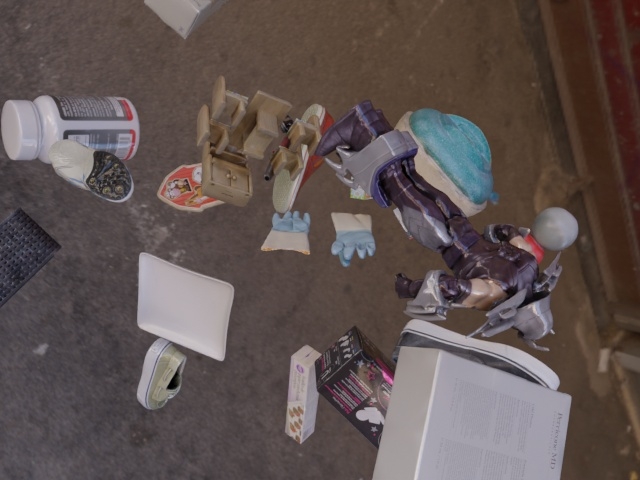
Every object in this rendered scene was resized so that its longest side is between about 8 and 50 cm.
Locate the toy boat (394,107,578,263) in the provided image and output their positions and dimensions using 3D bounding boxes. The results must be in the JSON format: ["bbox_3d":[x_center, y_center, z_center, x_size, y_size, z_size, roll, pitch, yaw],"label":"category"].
[{"bbox_3d":[0.247,-0.086,1.011,0.148,0.267,0.318,-41,95,21],"label":"toy boat"}]

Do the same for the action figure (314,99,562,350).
[{"bbox_3d":[0.120,-0.007,0.628,0.285,0.099,0.185,50,32,13],"label":"action figure"}]

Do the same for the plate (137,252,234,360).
[{"bbox_3d":[-0.367,0.175,1.784,0.045,0.278,0.277,-57,163,-53],"label":"plate"}]

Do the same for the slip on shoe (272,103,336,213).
[{"bbox_3d":[-0.041,-0.226,1.876,0.101,0.123,0.331,28,79,-31],"label":"slip on shoe"}]

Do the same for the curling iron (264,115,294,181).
[{"bbox_3d":[-0.101,-0.213,1.516,0.068,0.035,0.274,52,30,-28],"label":"curling iron"}]

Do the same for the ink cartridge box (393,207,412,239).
[{"bbox_3d":[0.207,-0.037,1.563,0.029,0.063,0.115,-30,161,5],"label":"ink cartridge box"}]

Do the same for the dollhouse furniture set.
[{"bbox_3d":[-0.148,-0.212,1.314,0.212,0.242,0.161,17,44,-27],"label":"dollhouse furniture set"}]

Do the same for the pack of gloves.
[{"bbox_3d":[0.000,0.000,1.206,0.195,0.232,0.046,3,109,1],"label":"pack of gloves"}]

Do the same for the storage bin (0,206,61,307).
[{"bbox_3d":[-0.476,0.049,0.935,0.084,0.122,0.180,49,53,-18],"label":"storage bin"}]

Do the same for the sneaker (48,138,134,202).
[{"bbox_3d":[-0.432,-0.128,1.259,0.085,0.237,0.086,-53,146,-15],"label":"sneaker"}]

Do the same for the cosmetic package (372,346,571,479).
[{"bbox_3d":[0.204,0.368,0.915,0.284,0.097,0.377,23,73,-27],"label":"cosmetic package"}]

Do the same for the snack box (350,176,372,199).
[{"bbox_3d":[0.115,-0.134,1.250,0.141,0.037,0.100,-11,107,-47],"label":"snack box"}]

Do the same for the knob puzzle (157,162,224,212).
[{"bbox_3d":[-0.367,-0.155,1.851,0.213,0.213,0.030,-35,150,-27],"label":"knob puzzle"}]

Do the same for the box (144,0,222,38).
[{"bbox_3d":[-0.317,-0.701,1.770,0.148,0.121,0.311,40,54,-12],"label":"box"}]

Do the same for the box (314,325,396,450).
[{"bbox_3d":[0.117,0.346,1.490,0.142,0.163,0.247,-42,100,6],"label":"box"}]

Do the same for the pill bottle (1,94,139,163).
[{"bbox_3d":[-0.597,-0.267,1.570,0.283,0.161,0.161,-9,103,-41],"label":"pill bottle"}]

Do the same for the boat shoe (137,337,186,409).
[{"bbox_3d":[-0.426,0.382,1.766,0.109,0.094,0.302,-48,164,-41],"label":"boat shoe"}]

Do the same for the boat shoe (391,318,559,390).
[{"bbox_3d":[0.272,0.237,1.192,0.102,0.301,0.108,-55,148,-29],"label":"boat shoe"}]

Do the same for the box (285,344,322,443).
[{"bbox_3d":[-0.047,0.429,1.801,0.067,0.063,0.324,-35,143,-40],"label":"box"}]
